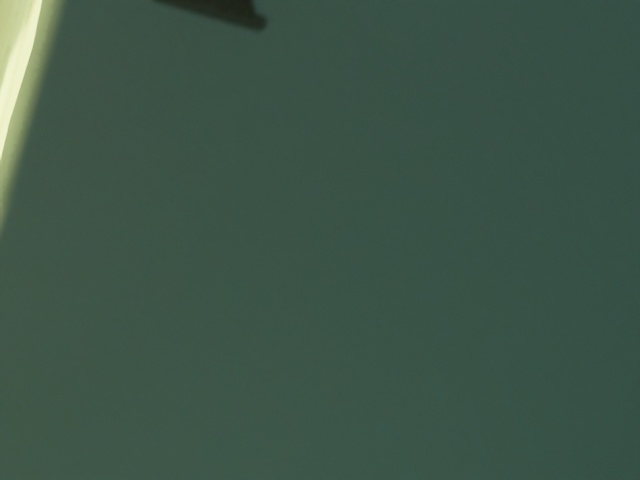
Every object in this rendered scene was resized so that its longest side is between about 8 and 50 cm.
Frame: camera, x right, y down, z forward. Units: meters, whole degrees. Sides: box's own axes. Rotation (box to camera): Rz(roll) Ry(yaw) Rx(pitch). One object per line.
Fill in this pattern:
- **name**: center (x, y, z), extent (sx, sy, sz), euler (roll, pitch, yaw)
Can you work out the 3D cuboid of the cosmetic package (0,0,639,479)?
- **cosmetic package**: center (0.000, 0.000, 0.644), extent (0.330, 0.327, 0.393), euler (14, 12, -18)
